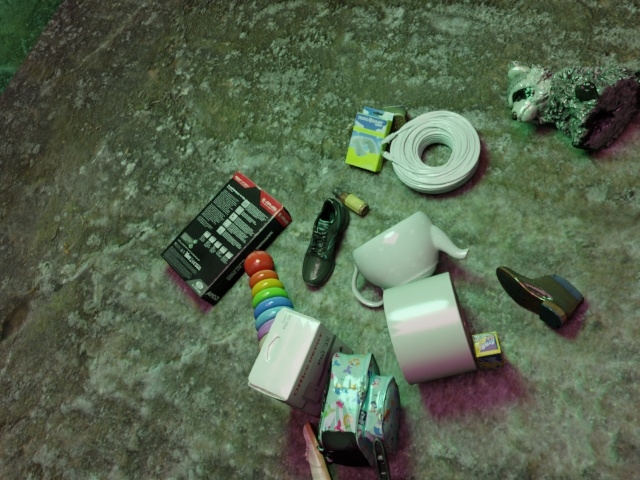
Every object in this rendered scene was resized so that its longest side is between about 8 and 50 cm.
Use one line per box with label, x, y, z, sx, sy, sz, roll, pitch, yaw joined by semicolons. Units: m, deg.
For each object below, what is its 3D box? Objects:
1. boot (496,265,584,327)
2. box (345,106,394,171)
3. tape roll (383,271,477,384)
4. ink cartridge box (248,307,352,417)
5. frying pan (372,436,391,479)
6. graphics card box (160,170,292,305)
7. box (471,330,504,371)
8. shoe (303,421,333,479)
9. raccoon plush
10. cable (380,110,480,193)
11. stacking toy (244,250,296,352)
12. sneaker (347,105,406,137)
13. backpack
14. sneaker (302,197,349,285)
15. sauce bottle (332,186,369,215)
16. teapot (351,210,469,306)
boot;0.555;0.122;1.553;0.106;0.082;0.219;-30;53;-20
box;0.149;-0.309;1.859;0.109;0.042;0.178;20;105;26
tape roll;0.270;0.216;1.503;0.169;0.246;0.246;-17;62;14
ink cartridge box;-0.042;0.318;1.548;0.117;0.283;0.207;17;73;26
frying pan;0.181;0.612;1.369;0.197;0.053;0.327;13;107;7
graphics card box;-0.294;-0.011;1.905;0.232;0.094;0.371;38;83;30
box;0.404;0.268;1.471;0.059;0.169;0.054;-13;63;14
shoe;-0.009;0.567;1.542;0.058;0.076;0.219;-24;62;3
raccoon plush;0.734;-0.419;1.706;0.446;0.216;0.299;-19;41;-22
cable;0.334;-0.253;1.782;0.257;0.089;0.257;-36;62;-1
stacking toy;-0.142;0.168;1.758;0.141;0.141;0.330;-26;54;8
sneaker;0.183;-0.372;1.918;0.192;0.064;0.086;-12;37;28
backpack;0.096;0.402;1.496;0.190;0.225;0.254;-7;54;14
sneaker;0.000;0.000;1.784;0.101;0.106;0.268;11;72;23
sauce bottle;0.089;-0.121;1.842;0.128;0.042;0.042;38;83;29
teapot;0.217;0.055;1.628;0.252;0.256;0.187;-30;89;-18
